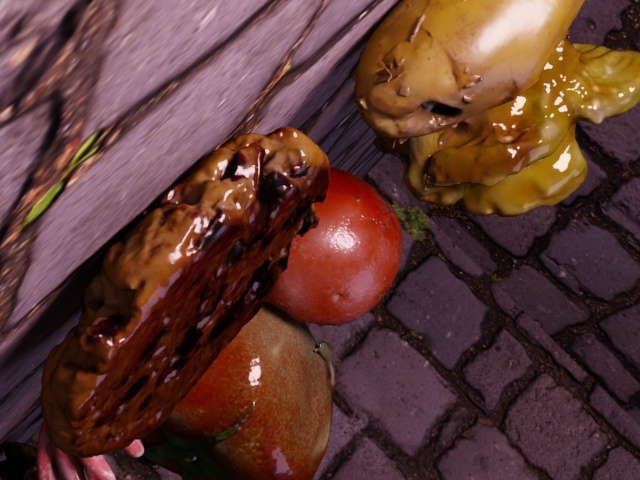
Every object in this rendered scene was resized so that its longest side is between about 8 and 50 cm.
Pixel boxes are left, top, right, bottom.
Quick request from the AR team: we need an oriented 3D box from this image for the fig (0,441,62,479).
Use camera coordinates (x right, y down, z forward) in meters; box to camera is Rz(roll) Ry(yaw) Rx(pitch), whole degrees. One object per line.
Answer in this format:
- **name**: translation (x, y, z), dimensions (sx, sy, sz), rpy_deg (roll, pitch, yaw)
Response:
- **fig**: translation (-0.370, 0.347, 1.640), dimensions (0.205, 0.205, 0.205), rpy_deg (-45, 179, -1)

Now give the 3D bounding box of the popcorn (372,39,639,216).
- **popcorn**: translation (0.221, -0.192, 1.660), dimensions (0.321, 0.326, 0.290), rpy_deg (2, 163, -19)

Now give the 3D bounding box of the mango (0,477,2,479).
- **mango**: translation (-0.363, 0.275, 1.320), dimensions (0.115, 0.089, 0.165), rpy_deg (-43, -179, -16)

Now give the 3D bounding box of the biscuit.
- **biscuit**: translation (-0.118, 0.039, 1.126), dimensions (0.334, 0.081, 0.289), rpy_deg (-48, 165, -20)

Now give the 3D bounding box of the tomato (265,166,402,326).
- **tomato**: translation (0.000, 0.000, 1.663), dimensions (0.184, 0.208, 0.208), rpy_deg (-62, 175, 14)

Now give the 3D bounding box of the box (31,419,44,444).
- **box**: translation (-0.317, 0.234, 1.759), dimensions (0.089, 0.043, 0.125), rpy_deg (-54, 168, 11)

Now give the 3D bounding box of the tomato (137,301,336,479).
- **tomato**: translation (-0.113, 0.197, 1.736), dimensions (0.239, 0.303, 0.303), rpy_deg (-55, -176, -32)

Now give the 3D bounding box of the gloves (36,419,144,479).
- **gloves**: translation (-0.256, 0.193, 1.533), dimensions (0.241, 0.126, 0.145), rpy_deg (-48, -156, -18)

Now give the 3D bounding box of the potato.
- **potato**: translation (0.155, -0.210, 1.288), dimensions (0.300, 0.140, 0.173), rpy_deg (-44, -151, -13)
